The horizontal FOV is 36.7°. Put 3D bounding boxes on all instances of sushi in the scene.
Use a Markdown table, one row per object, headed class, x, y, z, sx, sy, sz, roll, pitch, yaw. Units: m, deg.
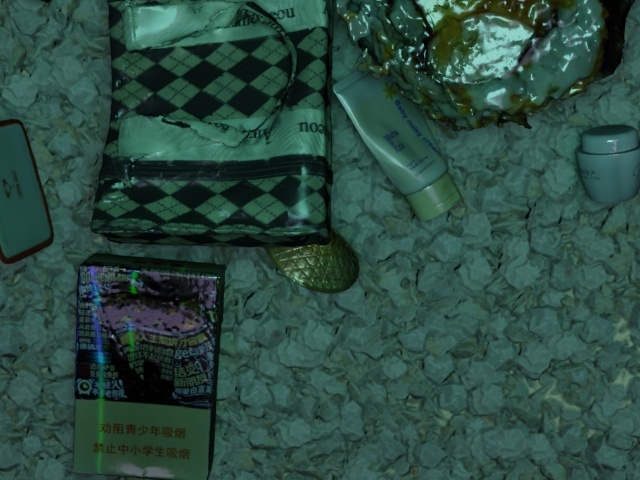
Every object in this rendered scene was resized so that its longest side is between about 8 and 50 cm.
| class | x | y | z | sx | sy | sz | roll | pitch | yaw |
| --- | --- | --- | --- | --- | --- | --- | --- | --- | --- |
| sushi | 0.209 | -0.336 | 1.224 | 0.418 | 0.176 | 0.417 | -1 | 100 | -4 |

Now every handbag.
| class | x | y | z | sx | sy | sz | roll | pitch | yaw |
| --- | --- | --- | --- | --- | --- | --- | --- | --- | --- |
| handbag | -0.140 | -0.198 | 1.232 | 0.317 | 0.180 | 0.416 | 1 | 83 | 3 |

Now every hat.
| class | x | y | z | sx | sy | sz | roll | pitch | yaw |
| --- | --- | --- | --- | --- | --- | --- | --- | --- | --- |
| hat | 0.000 | 0.000 | 1.352 | 0.146 | 0.067 | 0.146 | 17 | 138 | 17 |

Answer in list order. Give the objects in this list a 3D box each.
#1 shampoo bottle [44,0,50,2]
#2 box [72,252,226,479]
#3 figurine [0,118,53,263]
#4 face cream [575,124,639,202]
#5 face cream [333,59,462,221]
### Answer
| class | x | y | z | sx | sy | sz | roll | pitch | yaw |
| --- | --- | --- | --- | --- | --- | --- | --- | --- | --- |
| shampoo bottle | -0.276 | -0.438 | 1.251 | 0.309 | 0.098 | 0.071 | -41 | 89 | 7 |
| box | -0.244 | 0.182 | 1.369 | 0.198 | 0.084 | 0.310 | 5 | 100 | 0 |
| figurine | -0.516 | -0.048 | 1.308 | 0.226 | 0.160 | 0.183 | -11 | 99 | 11 |
| face cream | 0.396 | -0.105 | 1.315 | 0.091 | 0.091 | 0.095 | -8 | 107 | 1 |
| face cream | 0.109 | -0.137 | 1.313 | 0.114 | 0.070 | 0.224 | -38 | 103 | -36 |
